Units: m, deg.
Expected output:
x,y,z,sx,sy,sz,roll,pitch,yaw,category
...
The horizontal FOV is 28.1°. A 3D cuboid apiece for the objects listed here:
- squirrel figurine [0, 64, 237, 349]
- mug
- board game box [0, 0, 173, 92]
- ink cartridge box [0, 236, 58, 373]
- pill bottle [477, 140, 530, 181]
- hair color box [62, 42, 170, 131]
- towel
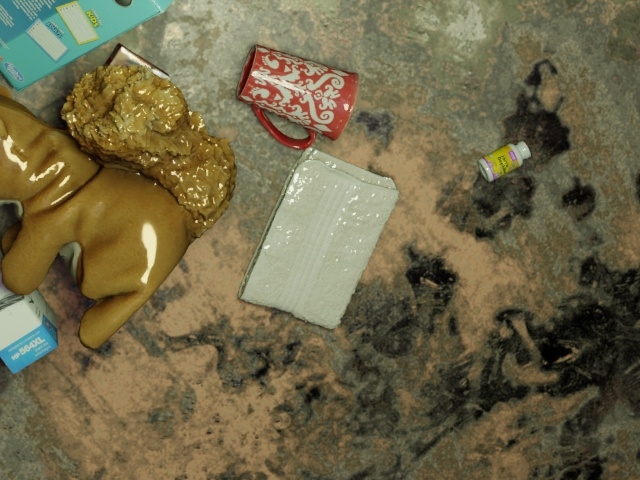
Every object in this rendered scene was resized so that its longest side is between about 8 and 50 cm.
x,y,z,sx,sy,sz,roll,pitch,yaw,category
-0.340,-0.103,1.853,0.397,0.281,0.370,-43,101,14,squirrel figurine
-0.044,-0.220,2.006,0.169,0.113,0.150,19,99,-15,mug
-0.387,-0.377,1.779,0.336,0.079,0.253,-18,119,39,board game box
-0.494,0.082,1.962,0.086,0.148,0.203,-31,112,-1,ink cartridge box
0.310,-0.135,2.152,0.083,0.043,0.043,-28,111,-5,pill bottle
-0.316,-0.209,1.971,0.093,0.053,0.167,32,95,-19,hair color box
0.000,0.000,2.114,0.187,0.049,0.282,20,101,-18,towel
